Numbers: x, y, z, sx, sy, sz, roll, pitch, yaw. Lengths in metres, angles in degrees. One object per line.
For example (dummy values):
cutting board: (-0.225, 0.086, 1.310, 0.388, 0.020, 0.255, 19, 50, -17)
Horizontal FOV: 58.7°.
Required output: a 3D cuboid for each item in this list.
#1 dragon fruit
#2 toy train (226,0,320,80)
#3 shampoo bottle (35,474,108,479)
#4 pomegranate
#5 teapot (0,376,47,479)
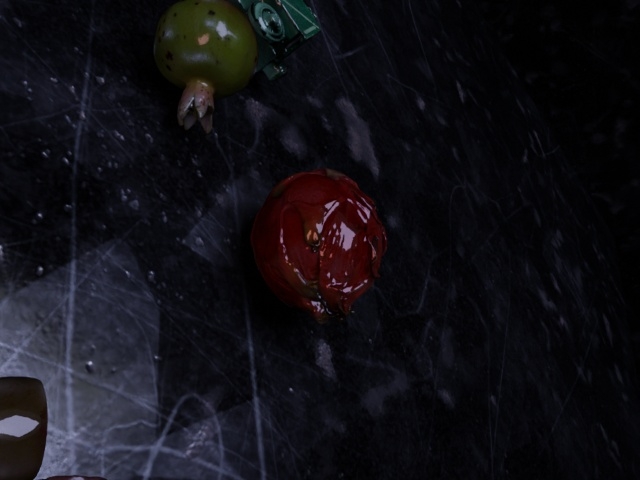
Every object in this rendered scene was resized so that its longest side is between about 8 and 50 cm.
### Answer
dragon fruit: (0.000, 0.000, 0.707, 0.172, 0.172, 0.209, 46, 24, -25)
toy train: (-0.114, -0.367, 0.833, 0.269, 0.115, 0.154, 54, 39, -13)
shampoo bottle: (-0.181, 0.288, 0.385, 0.068, 0.067, 0.236, 10, 61, -28)
pomegranate: (-0.135, -0.217, 0.705, 0.129, 0.129, 0.159, -15, 88, -55)
teapot: (-0.239, 0.142, 0.398, 0.068, 0.076, 0.121, 9, 92, -39)
